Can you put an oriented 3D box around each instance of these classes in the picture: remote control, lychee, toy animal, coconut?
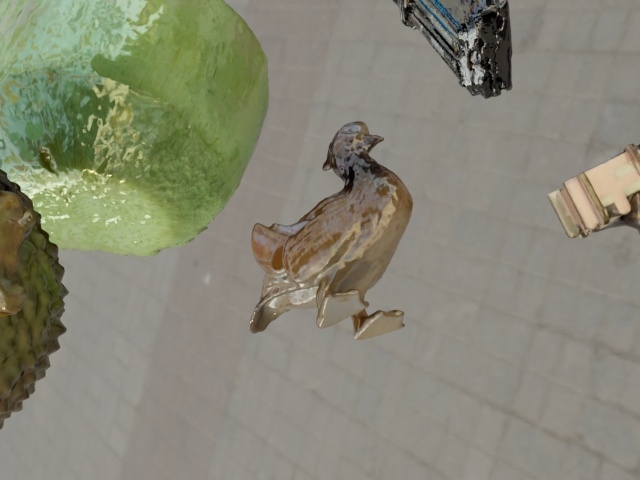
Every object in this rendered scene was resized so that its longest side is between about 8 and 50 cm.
[{"bbox_3d":[0.109,-0.300,1.363,0.399,0.062,0.145,-120,15,-48],"label":"remote control"},{"bbox_3d":[-0.319,0.043,0.883,0.319,0.270,0.270,-16,55,13],"label":"lychee"},{"bbox_3d":[0.000,0.000,0.995,0.188,0.089,0.179,-32,53,31],"label":"toy animal"},{"bbox_3d":[-0.211,-0.149,1.239,0.328,0.281,0.329,-18,46,20],"label":"coconut"}]

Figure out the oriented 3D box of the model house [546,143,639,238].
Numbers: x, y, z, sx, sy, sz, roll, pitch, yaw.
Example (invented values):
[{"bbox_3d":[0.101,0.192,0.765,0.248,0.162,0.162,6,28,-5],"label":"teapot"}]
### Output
[{"bbox_3d":[0.399,-0.013,1.034,0.169,0.326,0.244,102,143,-84],"label":"model house"}]
